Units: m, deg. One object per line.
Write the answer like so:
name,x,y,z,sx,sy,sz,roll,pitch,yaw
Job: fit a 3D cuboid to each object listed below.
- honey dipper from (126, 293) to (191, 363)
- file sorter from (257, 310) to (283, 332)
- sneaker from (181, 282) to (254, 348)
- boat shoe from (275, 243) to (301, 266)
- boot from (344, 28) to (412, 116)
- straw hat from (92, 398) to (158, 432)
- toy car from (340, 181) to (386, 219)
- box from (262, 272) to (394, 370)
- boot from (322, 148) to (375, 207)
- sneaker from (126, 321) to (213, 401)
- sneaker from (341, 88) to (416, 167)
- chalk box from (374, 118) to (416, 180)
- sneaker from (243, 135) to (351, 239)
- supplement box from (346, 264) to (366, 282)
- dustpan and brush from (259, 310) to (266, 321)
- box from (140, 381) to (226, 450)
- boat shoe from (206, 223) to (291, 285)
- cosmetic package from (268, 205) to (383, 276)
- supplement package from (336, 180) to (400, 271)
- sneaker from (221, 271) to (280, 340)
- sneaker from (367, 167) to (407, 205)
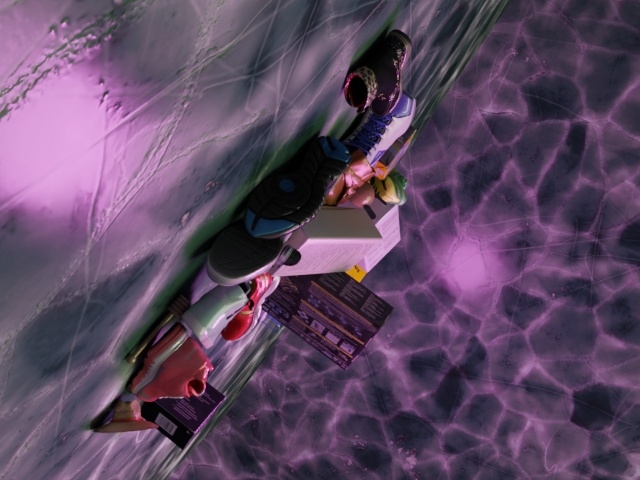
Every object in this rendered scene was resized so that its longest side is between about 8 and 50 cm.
honey dipper,-0.317,0.172,1.072,0.161,0.030,0.030,-48,172,-14
file sorter,-0.166,0.279,2.290,0.170,0.104,0.118,-50,172,-25
sneaker,-0.211,0.150,1.185,0.151,0.094,0.256,-38,179,-15
boat shoe,-0.068,0.037,1.186,0.049,0.040,0.142,-57,-176,-6
boot,0.117,-0.342,1.262,0.179,0.085,0.236,-48,165,-28
straw hat,-0.418,0.374,1.193,0.144,0.144,0.061,94,-5,-77
toy car,0.118,-0.145,1.784,0.155,0.188,0.149,-49,171,-35
box,-0.014,0.189,1.661,0.097,0.394,0.318,-49,171,-37
boot,0.045,-0.140,1.482,0.220,0.109,0.283,-35,161,4
sneaker,-0.315,0.297,1.175,0.116,0.136,0.314,-48,177,-40
sneaker,0.135,-0.274,1.528,0.316,0.127,0.182,-57,175,34
chalk box,0.219,-0.329,1.808,0.213,0.132,0.132,-51,172,-12
sneaker,-0.049,-0.090,1.197,0.341,0.125,0.140,-45,174,-41
supplement box,0.048,0.114,2.289,0.194,0.195,0.356,-19,-158,46
dustpan and brush,-0.176,0.190,1.957,0.211,0.060,0.147,-56,173,11
box,-0.370,0.446,1.496,0.093,0.156,0.158,-57,173,32
boat shoe,-0.143,0.022,1.153,0.103,0.118,0.320,-61,178,27
cosmetic package,0.000,0.000,1.421,0.309,0.113,0.160,0,143,-51
supplement package,0.158,-0.058,2.068,0.198,0.199,0.263,-44,153,-14
sneaker,-0.220,0.163,1.503,0.118,0.107,0.279,-9,134,-54
sneaker,0.236,-0.211,1.960,0.109,0.123,0.296,-49,-154,29
